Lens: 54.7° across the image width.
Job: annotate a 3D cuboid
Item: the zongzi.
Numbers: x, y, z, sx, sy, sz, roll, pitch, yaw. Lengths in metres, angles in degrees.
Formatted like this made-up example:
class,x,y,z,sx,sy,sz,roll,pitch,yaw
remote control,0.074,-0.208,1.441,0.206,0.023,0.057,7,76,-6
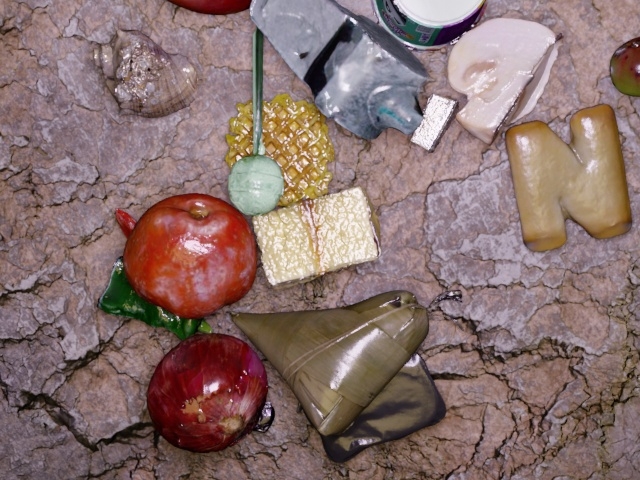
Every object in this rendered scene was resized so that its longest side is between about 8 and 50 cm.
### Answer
class,x,y,z,sx,sy,sz,roll,pitch,yaw
zongzi,0.060,0.164,1.409,0.447,0.181,0.418,-45,66,-7

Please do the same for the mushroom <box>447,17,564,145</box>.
class,x,y,z,sx,sy,sz,roll,pitch,yaw
mushroom,0.358,-0.329,1.274,0.173,0.162,0.236,37,100,23

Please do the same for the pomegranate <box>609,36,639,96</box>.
class,x,y,z,sx,sy,sz,roll,pitch,yaw
pomegranate,0.663,-0.337,1.244,0.159,0.129,0.129,40,102,-6

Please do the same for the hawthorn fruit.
class,x,y,z,sx,sy,sz,roll,pitch,yaw
hawthorn fruit,-0.273,0.032,1.331,0.284,0.284,0.285,1,103,4

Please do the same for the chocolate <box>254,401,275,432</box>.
class,x,y,z,sx,sy,sz,roll,pitch,yaw
chocolate,-0.183,0.443,1.512,0.147,0.070,0.072,-12,107,11

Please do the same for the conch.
class,x,y,z,sx,sy,sz,roll,pitch,yaw
conch,-0.373,-0.349,1.328,0.245,0.163,0.178,9,137,-15

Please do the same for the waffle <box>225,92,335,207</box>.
class,x,y,z,sx,sy,sz,roll,pitch,yaw
waffle,-0.090,-0.195,1.368,0.245,0.052,0.254,-1,101,6

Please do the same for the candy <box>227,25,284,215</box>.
class,x,y,z,sx,sy,sz,roll,pitch,yaw
candy,-0.129,-0.271,1.299,0.119,0.119,0.440,2,89,4

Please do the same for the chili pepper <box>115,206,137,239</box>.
class,x,y,z,sx,sy,sz,roll,pitch,yaw
chili pepper,-0.413,0.000,1.433,0.050,0.059,0.191,-40,102,-25

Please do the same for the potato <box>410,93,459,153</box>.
class,x,y,z,sx,sy,sz,roll,pitch,yaw
potato,0.242,-0.250,1.318,0.061,0.086,0.122,29,105,11

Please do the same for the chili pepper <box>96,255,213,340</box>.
class,x,y,z,sx,sy,sz,roll,pitch,yaw
chili pepper,-0.372,0.153,1.445,0.270,0.099,0.136,25,85,3

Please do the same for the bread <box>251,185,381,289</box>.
class,x,y,z,sx,sy,sz,roll,pitch,yaw
bread,0.000,0.000,1.364,0.265,0.142,0.178,-15,70,11

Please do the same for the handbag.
class,x,y,z,sx,sy,sz,roll,pitch,yaw
handbag,0.120,0.398,1.473,0.332,0.075,0.192,-25,98,10

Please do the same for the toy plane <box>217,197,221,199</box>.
class,x,y,z,sx,sy,sz,roll,pitch,yaw
toy plane,-0.265,-0.078,1.417,0.083,0.031,0.079,-20,116,11

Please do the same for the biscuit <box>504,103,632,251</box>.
class,x,y,z,sx,sy,sz,roll,pitch,yaw
biscuit,0.536,-0.130,1.333,0.236,0.062,0.291,-11,100,7

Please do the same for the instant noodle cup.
class,x,y,z,sx,sy,sz,roll,pitch,yaw
instant noodle cup,0.222,-0.503,1.203,0.251,0.190,0.251,1,103,4

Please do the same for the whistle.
class,x,y,z,sx,sy,sz,roll,pitch,yaw
whistle,0.034,-0.363,1.221,0.404,0.188,0.168,34,118,-13

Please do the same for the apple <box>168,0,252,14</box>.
class,x,y,z,sx,sy,sz,roll,pitch,yaw
apple,-0.258,-0.650,1.244,0.364,0.295,0.329,14,66,0

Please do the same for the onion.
class,x,y,z,sx,sy,sz,roll,pitch,yaw
onion,-0.250,0.338,1.399,0.276,0.276,0.276,1,103,4
